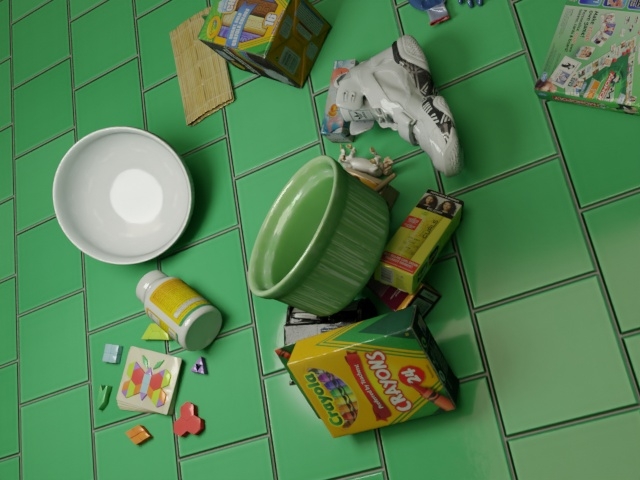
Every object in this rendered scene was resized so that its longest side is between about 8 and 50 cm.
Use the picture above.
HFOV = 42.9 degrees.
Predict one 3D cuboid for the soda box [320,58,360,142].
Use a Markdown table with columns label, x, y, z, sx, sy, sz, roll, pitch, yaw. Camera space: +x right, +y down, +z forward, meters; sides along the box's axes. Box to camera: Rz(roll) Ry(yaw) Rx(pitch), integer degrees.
| label | x | y | z | sx | sy | sz | roll | pitch | yaw |
| --- | --- | --- | --- | --- | --- | --- | --- | --- | --- |
| soda box | 0.053 | -0.317 | 1.853 | 0.058 | 0.063 | 0.183 | 3 | 76 | 31 |

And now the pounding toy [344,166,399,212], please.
| label | x | y | z | sx | sy | sz | roll | pitch | yaw |
| --- | --- | --- | --- | --- | --- | --- | --- | --- | --- |
| pounding toy | 0.097 | -0.090 | 1.732 | 0.141 | 0.100 | 0.130 | 25 | 88 | 34 |

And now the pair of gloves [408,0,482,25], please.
| label | x | y | z | sx | sy | sz | roll | pitch | yaw |
| --- | --- | --- | --- | --- | --- | --- | --- | --- | --- |
| pair of gloves | 0.289 | -0.565 | 1.820 | 0.198 | 0.023 | 0.159 | -24 | 62 | 21 |

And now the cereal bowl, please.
| label | x | y | z | sx | sy | sz | roll | pitch | yaw |
| --- | --- | --- | --- | --- | --- | --- | --- | --- | --- |
| cereal bowl | -0.471 | -0.114 | 2.008 | 0.339 | 0.141 | 0.339 | 0 | 98 | 2 |

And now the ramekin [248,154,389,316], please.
| label | x | y | z | sx | sy | sz | roll | pitch | yaw |
| --- | --- | --- | --- | --- | --- | --- | --- | --- | --- |
| ramekin | 0.000 | 0.000 | 1.588 | 0.303 | 0.148 | 0.303 | -47 | 26 | 32 |

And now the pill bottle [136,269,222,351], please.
| label | x | y | z | sx | sy | sz | roll | pitch | yaw |
| --- | --- | --- | --- | --- | --- | --- | --- | --- | --- |
| pill bottle | -0.335 | 0.157 | 1.898 | 0.208 | 0.117 | 0.118 | 33 | 93 | 34 |

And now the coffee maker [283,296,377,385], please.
| label | x | y | z | sx | sy | sz | roll | pitch | yaw |
| --- | --- | --- | --- | --- | --- | --- | --- | --- | --- |
| coffee maker | 0.026 | 0.207 | 1.685 | 0.178 | 0.120 | 0.171 | -4 | 96 | 31 |

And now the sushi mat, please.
| label | x | y | z | sx | sy | sz | roll | pitch | yaw |
| --- | --- | --- | --- | --- | --- | --- | --- | --- | --- |
| sushi mat | -0.314 | -0.462 | 2.142 | 0.151 | 0.019 | 0.317 | -25 | 63 | 23 |

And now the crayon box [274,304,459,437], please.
| label | x | y | z | sx | sy | sz | roll | pitch | yaw |
| --- | --- | --- | --- | --- | --- | --- | --- | --- | --- |
| crayon box | 0.080 | 0.265 | 1.574 | 0.318 | 0.202 | 0.081 | -20 | 24 | 25 |

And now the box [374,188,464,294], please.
| label | x | y | z | sx | sy | sz | roll | pitch | yaw |
| --- | --- | --- | --- | --- | --- | --- | --- | --- | --- |
| box | 0.195 | -0.002 | 1.595 | 0.087 | 0.058 | 0.232 | 23 | 52 | 23 |

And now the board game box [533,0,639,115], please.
| label | x | y | z | sx | sy | sz | roll | pitch | yaw |
| --- | --- | --- | --- | --- | --- | --- | --- | --- | --- |
| board game box | 0.572 | -0.412 | 1.590 | 0.213 | 0.046 | 0.317 | 19 | 84 | 33 |

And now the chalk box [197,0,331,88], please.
| label | x | y | z | sx | sy | sz | roll | pitch | yaw |
| --- | --- | --- | --- | --- | --- | --- | --- | --- | --- |
| chalk box | -0.158 | -0.512 | 1.971 | 0.289 | 0.180 | 0.179 | 25 | 88 | 33 |

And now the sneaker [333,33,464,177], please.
| label | x | y | z | sx | sy | sz | roll | pitch | yaw |
| --- | --- | --- | --- | --- | --- | --- | --- | --- | --- |
| sneaker | 0.159 | -0.255 | 1.709 | 0.210 | 0.137 | 0.366 | -22 | 58 | 8 |

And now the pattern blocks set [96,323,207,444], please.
| label | x | y | z | sx | sy | sz | roll | pitch | yaw |
| --- | --- | --- | --- | --- | --- | --- | --- | --- | --- |
| pattern blocks set | -0.405 | 0.337 | 1.936 | 0.324 | 0.026 | 0.285 | -10 | 69 | 28 |

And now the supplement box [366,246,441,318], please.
| label | x | y | z | sx | sy | sz | roll | pitch | yaw |
| --- | --- | --- | --- | --- | --- | --- | --- | --- | --- |
| supplement box | 0.140 | 0.075 | 1.652 | 0.081 | 0.104 | 0.188 | -51 | 57 | 6 |

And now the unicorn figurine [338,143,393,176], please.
| label | x | y | z | sx | sy | sz | roll | pitch | yaw |
| --- | --- | --- | --- | --- | --- | --- | --- | --- | --- |
| unicorn figurine | 0.084 | -0.173 | 1.777 | 0.162 | 0.111 | 0.060 | 31 | 81 | 19 |
